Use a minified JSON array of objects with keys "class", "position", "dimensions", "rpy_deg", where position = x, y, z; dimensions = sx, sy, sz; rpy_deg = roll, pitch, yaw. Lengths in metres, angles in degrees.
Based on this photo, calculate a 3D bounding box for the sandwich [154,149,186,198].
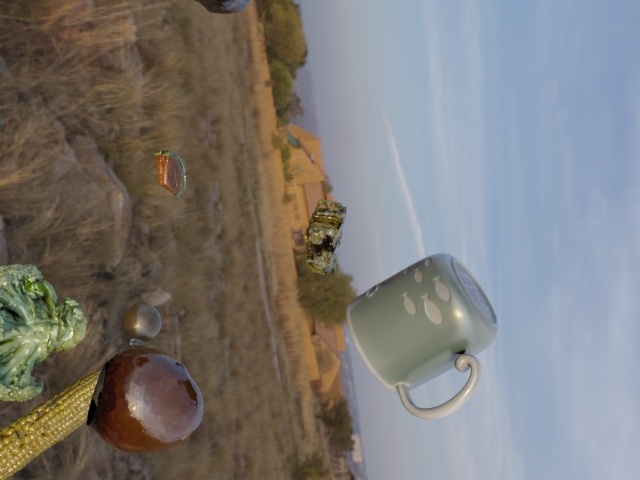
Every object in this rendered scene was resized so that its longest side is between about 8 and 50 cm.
[{"class":"sandwich","position":[-0.303,-0.134,0.986],"dimensions":[0.069,0.026,0.101],"rpy_deg":[-21,108,-66]}]

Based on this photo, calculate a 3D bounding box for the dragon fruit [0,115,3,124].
[{"class":"dragon fruit","position":[-0.625,-0.195,0.786],"dimensions":[0.142,0.175,0.138],"rpy_deg":[-2,-105,67]}]

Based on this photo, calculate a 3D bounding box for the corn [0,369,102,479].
[{"class":"corn","position":[-0.555,0.373,0.963],"dimensions":[0.097,0.320,0.097],"rpy_deg":[48,-19,23]}]

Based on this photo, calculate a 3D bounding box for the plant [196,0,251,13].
[{"class":"plant","position":[-0.184,-0.534,0.841],"dimensions":[0.199,0.188,0.276],"rpy_deg":[40,2,-4]}]

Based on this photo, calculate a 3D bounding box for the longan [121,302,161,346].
[{"class":"longan","position":[-0.482,0.229,1.297],"dimensions":[0.106,0.106,0.119],"rpy_deg":[81,18,-64]}]

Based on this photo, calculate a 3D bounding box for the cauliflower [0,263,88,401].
[{"class":"cauliflower","position":[-0.665,0.196,1.093],"dimensions":[0.272,0.250,0.275],"rpy_deg":[53,-43,48]}]

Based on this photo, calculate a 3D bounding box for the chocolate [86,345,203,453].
[{"class":"chocolate","position":[-0.257,0.241,0.734],"dimensions":[0.177,0.177,0.176],"rpy_deg":[-8,90,-89]}]

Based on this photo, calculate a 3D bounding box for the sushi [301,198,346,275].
[{"class":"sushi","position":[0.001,-0.005,1.555],"dimensions":[0.291,0.139,0.131],"rpy_deg":[99,4,-50]}]

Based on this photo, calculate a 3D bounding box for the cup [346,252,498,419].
[{"class":"cup","position":[0.253,0.217,1.101],"dimensions":[0.259,0.274,0.356],"rpy_deg":[37,27,-35]}]
